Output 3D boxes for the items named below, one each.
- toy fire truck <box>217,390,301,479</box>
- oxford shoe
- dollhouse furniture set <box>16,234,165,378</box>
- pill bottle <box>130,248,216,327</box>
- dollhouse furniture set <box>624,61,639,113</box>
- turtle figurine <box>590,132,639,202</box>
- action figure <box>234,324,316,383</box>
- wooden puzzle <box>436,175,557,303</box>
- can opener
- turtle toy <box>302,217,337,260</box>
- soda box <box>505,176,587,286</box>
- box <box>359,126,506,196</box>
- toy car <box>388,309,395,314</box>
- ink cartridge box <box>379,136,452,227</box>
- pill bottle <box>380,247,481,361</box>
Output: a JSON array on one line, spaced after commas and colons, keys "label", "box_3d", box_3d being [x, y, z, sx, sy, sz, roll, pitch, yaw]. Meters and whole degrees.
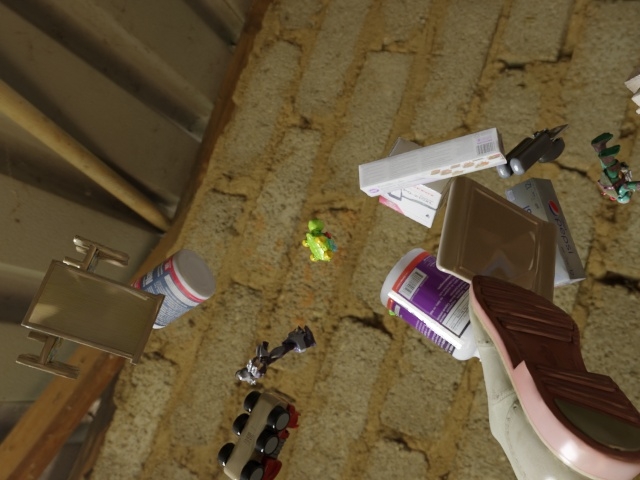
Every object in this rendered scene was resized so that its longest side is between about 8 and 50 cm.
[{"label": "toy fire truck", "box_3d": [-0.131, 0.517, 1.372, 0.246, 0.159, 0.216, 38, -105, -50]}, {"label": "oxford shoe", "box_3d": [0.245, 0.167, 0.653, 0.397, 0.141, 0.146, -72, -3, -68]}, {"label": "dollhouse furniture set", "box_3d": [-0.358, 0.118, 0.843, 0.242, 0.161, 0.212, -23, 46, 67]}, {"label": "pill bottle", "box_3d": [-0.302, 0.105, 1.003, 0.180, 0.107, 0.108, -33, -19, 14]}, {"label": "dollhouse furniture set", "box_3d": [0.704, -0.307, 0.824, 0.303, 0.174, 0.355, -51, 4, -10]}, {"label": "turtle figurine", "box_3d": [0.829, -0.179, 1.442, 0.234, 0.118, 0.175, 46, -166, -25]}, {"label": "action figure", "box_3d": [-0.159, 0.382, 1.734, 0.285, 0.099, 0.185, -27, -15, -24]}, {"label": "wooden puzzle", "box_3d": [0.341, 0.012, 1.006, 0.044, 0.239, 0.220, -50, 19, 58]}, {"label": "can opener", "box_3d": [0.532, -0.209, 1.278, 0.283, 0.076, 0.095, -37, -75, -35]}, {"label": "turtle toy", "box_3d": [0.000, 0.000, 1.492, 0.066, 0.095, 0.130, -34, -77, -32]}, {"label": "soda box", "box_3d": [0.594, -0.019, 1.383, 0.098, 0.091, 0.286, -1, -110, -39]}, {"label": "box", "box_3d": [0.243, -0.171, 1.170, 0.063, 0.324, 0.067, 25, -123, -55]}, {"label": "toy car", "box_3d": [0.320, 0.197, 1.581, 0.239, 0.225, 0.053, -67, -25, -76]}, {"label": "ink cartridge box", "box_3d": [0.258, -0.151, 1.414, 0.100, 0.172, 0.237, -58, -14, -14]}, {"label": "pill bottle", "box_3d": [0.322, 0.171, 1.308, 0.181, 0.323, 0.181, -42, -26, -26]}]
